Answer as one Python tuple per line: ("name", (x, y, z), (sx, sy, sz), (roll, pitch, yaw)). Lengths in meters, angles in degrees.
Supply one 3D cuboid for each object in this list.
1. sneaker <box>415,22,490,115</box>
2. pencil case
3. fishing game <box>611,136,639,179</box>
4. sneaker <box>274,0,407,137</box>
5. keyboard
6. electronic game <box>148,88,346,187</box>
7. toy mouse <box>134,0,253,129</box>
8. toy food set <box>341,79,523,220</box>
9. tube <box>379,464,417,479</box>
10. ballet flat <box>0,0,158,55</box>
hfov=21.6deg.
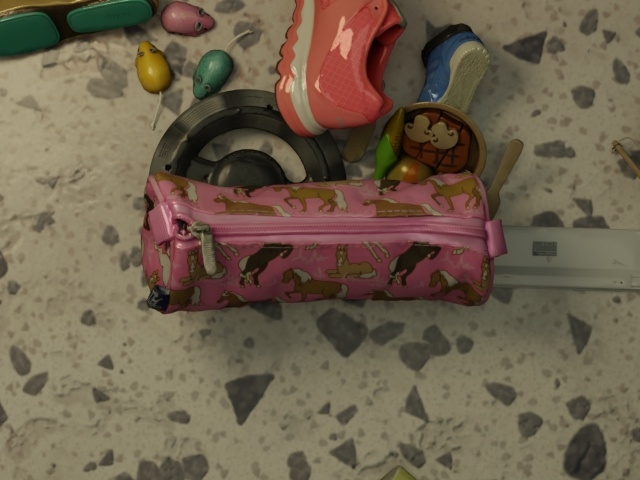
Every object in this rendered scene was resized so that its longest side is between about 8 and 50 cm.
("sneaker", (0.139, -0.179, 1.933), (0.058, 0.084, 0.152), (13, 121, -23))
("pencil case", (0.000, 0.000, 1.821), (0.386, 0.167, 0.160), (0, 124, -12))
("fishing game", (0.432, -0.171, 1.850), (0.041, 0.189, 0.264), (28, 104, -23))
("sneaker", (0.039, -0.270, 1.877), (0.136, 0.116, 0.313), (1, 84, 28))
("keyboard", (0.260, 0.020, 1.941), (0.256, 0.014, 0.072), (2, 82, 0))
("electronic game", (-0.083, -0.059, 1.923), (0.229, 0.048, 0.229), (0, 91, -8))
("toy mouse", (-0.147, -0.224, 1.941), (0.143, 0.031, 0.161), (-14, 87, -1))
("toy food set", (0.125, -0.095, 1.901), (0.192, 0.038, 0.132), (23, 124, 1))
("tube", (0.156, 0.356, 1.899), (0.240, 0.062, 0.070), (44, 128, -3))
("ballet flat", (-0.301, -0.267, 1.931), (0.232, 0.080, 0.073), (-10, 57, 0))
